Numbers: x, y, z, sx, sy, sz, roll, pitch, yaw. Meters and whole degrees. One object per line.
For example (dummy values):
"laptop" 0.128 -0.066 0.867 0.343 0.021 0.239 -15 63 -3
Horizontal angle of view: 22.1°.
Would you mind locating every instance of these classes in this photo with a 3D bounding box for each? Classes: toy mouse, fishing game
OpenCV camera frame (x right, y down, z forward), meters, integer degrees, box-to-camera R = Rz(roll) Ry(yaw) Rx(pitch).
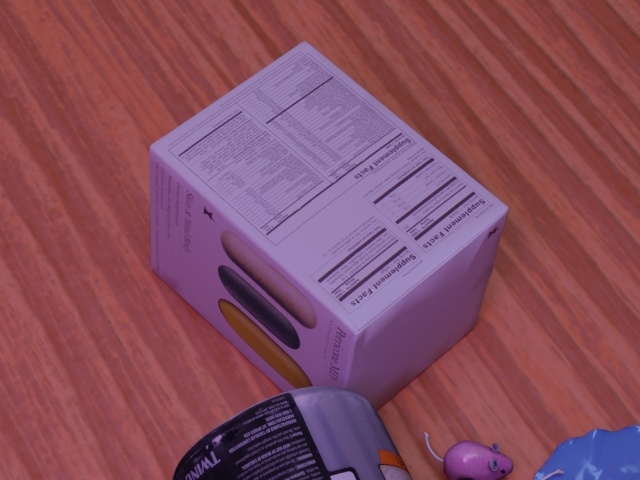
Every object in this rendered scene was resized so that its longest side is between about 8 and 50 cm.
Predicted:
"toy mouse" 0.151 0.223 1.452 0.143 0.031 0.161 -17 53 -6
"fishing game" 0.277 0.254 1.460 0.264 0.041 0.189 -27 59 -12

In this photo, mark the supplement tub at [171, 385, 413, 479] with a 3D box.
"supplement tub" 0.018 0.292 1.312 0.193 0.193 0.316 -17 59 -17

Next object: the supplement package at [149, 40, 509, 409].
"supplement package" 0.000 0.000 1.513 0.198 0.199 0.262 -38 66 -27
